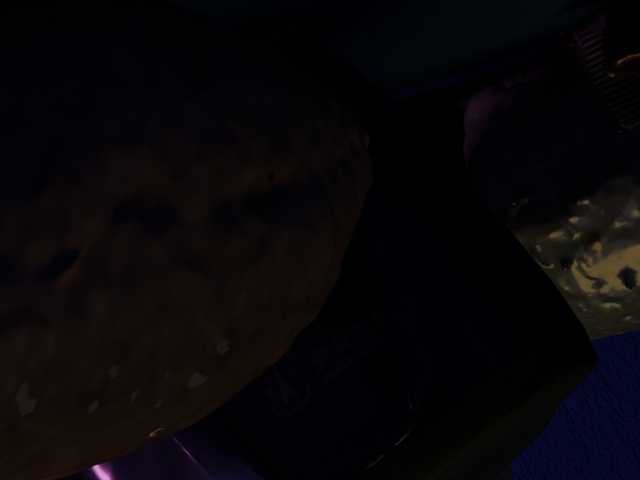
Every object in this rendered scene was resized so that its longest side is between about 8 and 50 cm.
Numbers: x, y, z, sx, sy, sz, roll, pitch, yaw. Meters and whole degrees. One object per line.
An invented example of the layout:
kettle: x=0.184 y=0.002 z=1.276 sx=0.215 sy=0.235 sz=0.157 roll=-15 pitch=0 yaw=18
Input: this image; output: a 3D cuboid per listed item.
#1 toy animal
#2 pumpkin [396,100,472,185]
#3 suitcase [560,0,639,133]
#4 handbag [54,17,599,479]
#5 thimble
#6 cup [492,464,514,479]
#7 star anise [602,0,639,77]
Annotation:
toy animal: x=-0.122 y=-0.003 z=0.724 sx=0.226 sy=0.188 sz=0.358 roll=-7 pitch=-176 yaw=42
pumpkin: x=0.000 y=0.000 z=1.502 sx=0.317 sy=0.139 sz=0.222 roll=-23 pitch=168 yaw=31
suitcase: x=0.208 y=-0.119 z=1.176 sx=0.059 sy=0.086 sz=0.126 roll=-32 pitch=-177 yaw=-28
handbag: x=-0.023 y=0.054 z=1.000 sx=0.263 sy=0.241 sz=0.222 roll=-39 pitch=168 yaw=-9
thimble: x=0.209 y=-0.039 z=1.378 sx=0.172 sy=0.204 sz=0.250 roll=-19 pitch=-179 yaw=23
cup: x=0.010 y=0.130 z=1.271 sx=0.253 sy=0.274 sz=0.253 roll=-1 pitch=136 yaw=-1
star anise: x=0.267 y=-0.146 z=1.035 sx=0.220 sy=0.099 sz=0.214 roll=6 pitch=144 yaw=-39
